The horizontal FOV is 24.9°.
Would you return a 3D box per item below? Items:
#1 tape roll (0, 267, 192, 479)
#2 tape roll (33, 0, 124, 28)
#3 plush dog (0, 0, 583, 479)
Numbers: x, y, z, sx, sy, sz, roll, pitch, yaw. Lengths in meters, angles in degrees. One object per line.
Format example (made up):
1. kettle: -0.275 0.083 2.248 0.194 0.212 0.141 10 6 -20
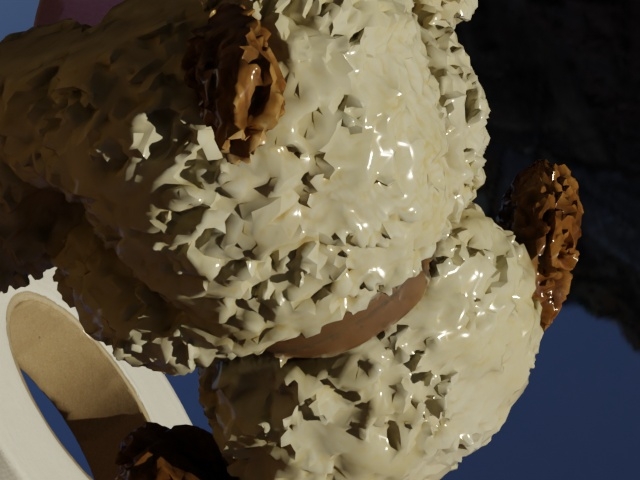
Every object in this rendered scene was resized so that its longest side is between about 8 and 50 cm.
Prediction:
1. tape roll: -0.208 0.143 1.150 0.072 0.392 0.392 -35 -154 9
2. tape roll: -0.057 -0.102 0.836 0.090 0.275 0.275 18 -137 20
3. plush dog: 0.000 0.000 0.541 0.262 0.225 0.210 -34 -153 -6
